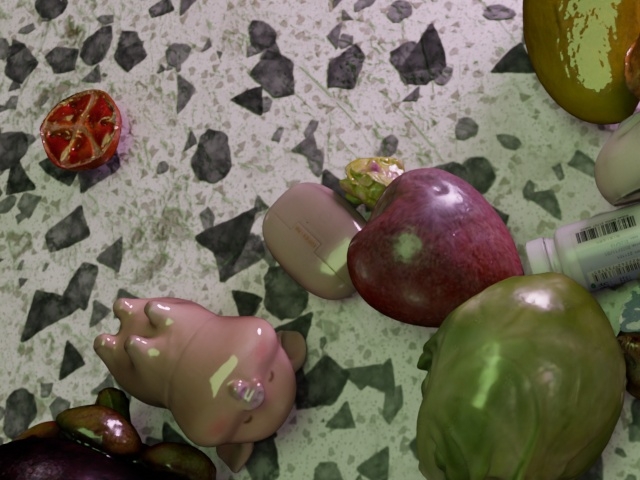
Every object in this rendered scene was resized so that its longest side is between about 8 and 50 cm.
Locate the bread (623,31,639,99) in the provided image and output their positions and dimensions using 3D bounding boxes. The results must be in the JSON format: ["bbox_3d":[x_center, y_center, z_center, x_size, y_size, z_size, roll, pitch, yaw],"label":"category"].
[{"bbox_3d":[0.575,-0.302,1.626,0.340,0.194,0.179,-7,52,0],"label":"bread"}]

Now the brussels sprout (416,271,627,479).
[{"bbox_3d":[0.260,0.191,1.562,0.328,0.328,0.247,-50,38,0],"label":"brussels sprout"}]

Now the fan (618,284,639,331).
[{"bbox_3d":[0.514,0.076,1.609,0.240,0.009,0.131,-15,42,-1],"label":"fan"}]

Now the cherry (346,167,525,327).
[{"bbox_3d":[0.163,0.025,1.702,0.206,0.239,0.239,-32,59,44],"label":"cherry"}]

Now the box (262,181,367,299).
[{"bbox_3d":[0.000,0.000,1.834,0.146,0.088,0.200,-47,61,3],"label":"box"}]

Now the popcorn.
[{"bbox_3d":[0.087,-0.082,1.827,0.089,0.109,0.097,-60,20,28],"label":"popcorn"}]

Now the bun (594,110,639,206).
[{"bbox_3d":[0.460,-0.120,1.640,0.173,0.173,0.119,-18,82,16],"label":"bun"}]

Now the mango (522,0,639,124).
[{"bbox_3d":[0.394,-0.333,1.759,0.195,0.142,0.331,5,78,28],"label":"mango"}]

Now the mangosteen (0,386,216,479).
[{"bbox_3d":[-0.347,0.423,1.711,0.382,0.382,0.435,17,44,26],"label":"mangosteen"}]

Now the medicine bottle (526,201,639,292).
[{"bbox_3d":[0.391,0.017,1.663,0.187,0.103,0.102,-19,67,15],"label":"medicine bottle"}]

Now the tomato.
[{"bbox_3d":[-0.405,-0.181,2.068,0.156,0.069,0.155,-8,67,18],"label":"tomato"}]

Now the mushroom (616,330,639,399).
[{"bbox_3d":[0.451,0.161,1.604,0.109,0.085,0.126,-1,57,2],"label":"mushroom"}]

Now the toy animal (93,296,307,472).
[{"bbox_3d":[-0.183,0.193,1.781,0.326,0.269,0.237,14,76,58],"label":"toy animal"}]
